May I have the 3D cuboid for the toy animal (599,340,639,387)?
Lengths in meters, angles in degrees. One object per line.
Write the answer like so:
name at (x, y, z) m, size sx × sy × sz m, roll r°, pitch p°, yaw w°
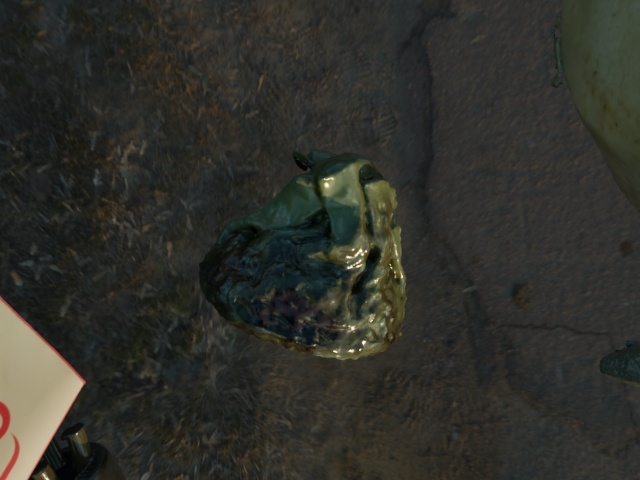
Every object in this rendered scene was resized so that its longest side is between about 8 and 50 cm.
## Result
toy animal at (0.550, 0.200, 1.219) m, size 0.079 × 0.253 × 0.070 m, roll -21°, pitch 110°, yaw -52°

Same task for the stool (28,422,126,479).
stool at (-0.361, 0.354, 1.129) m, size 0.153 × 0.228 × 0.139 m, roll -27°, pitch 110°, yaw -9°

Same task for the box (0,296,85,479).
box at (-0.430, 0.133, 0.615) m, size 0.314 × 0.300 × 0.312 m, roll 6°, pitch 54°, yaw 27°

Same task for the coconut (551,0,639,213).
coconut at (0.306, -0.121, 0.436) m, size 0.323 × 0.323 × 0.323 m, roll 1°, pitch 80°, yaw -7°

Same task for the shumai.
shumai at (0.000, 0.000, 1.446) m, size 0.395 × 0.395 × 0.348 m, roll 18°, pitch 111°, yaw -4°
